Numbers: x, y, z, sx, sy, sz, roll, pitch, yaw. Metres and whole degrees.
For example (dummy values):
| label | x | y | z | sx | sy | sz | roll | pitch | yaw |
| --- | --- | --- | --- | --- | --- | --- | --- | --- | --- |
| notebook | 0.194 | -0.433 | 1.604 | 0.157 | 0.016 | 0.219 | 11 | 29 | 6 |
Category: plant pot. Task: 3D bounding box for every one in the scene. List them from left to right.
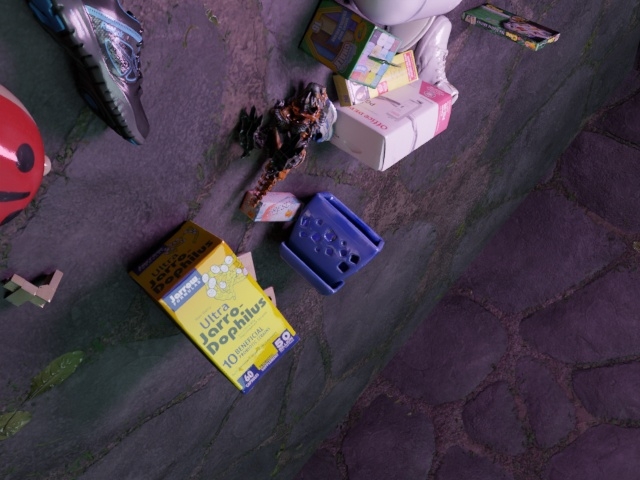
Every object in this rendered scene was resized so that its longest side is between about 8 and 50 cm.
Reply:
| label | x | y | z | sx | sy | sz | roll | pitch | yaw |
| --- | --- | --- | --- | --- | --- | --- | --- | --- | --- |
| plant pot | 0.025 | 0.015 | 1.811 | 0.212 | 0.236 | 0.236 | -49 | 175 | 10 |

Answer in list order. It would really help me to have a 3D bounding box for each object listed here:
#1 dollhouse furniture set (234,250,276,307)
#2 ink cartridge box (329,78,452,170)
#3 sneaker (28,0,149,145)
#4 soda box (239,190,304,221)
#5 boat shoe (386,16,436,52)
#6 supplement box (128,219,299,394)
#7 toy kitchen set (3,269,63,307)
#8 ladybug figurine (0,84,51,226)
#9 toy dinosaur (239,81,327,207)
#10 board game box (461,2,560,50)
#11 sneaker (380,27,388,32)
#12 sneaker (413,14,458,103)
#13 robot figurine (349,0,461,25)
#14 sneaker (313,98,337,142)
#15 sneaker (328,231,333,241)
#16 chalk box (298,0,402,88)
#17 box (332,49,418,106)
| label | x | y | z | sx | sy | sz | roll | pitch | yaw |
| --- | --- | --- | --- | --- | --- | --- | --- | --- | --- |
| dollhouse furniture set | -0.221 | 0.115 | 1.748 | 0.129 | 0.129 | 0.184 | -25 | 112 | -43 |
| ink cartridge box | 0.186 | -0.332 | 1.727 | 0.283 | 0.207 | 0.117 | -35 | 146 | -31 |
| sneaker | -0.338 | -0.298 | 1.060 | 0.140 | 0.125 | 0.341 | -47 | 154 | -22 |
| soda box | -0.125 | -0.090 | 1.684 | 0.183 | 0.063 | 0.058 | -5 | 128 | -56 |
| boat shoe | 0.273 | -0.622 | 1.635 | 0.305 | 0.109 | 0.091 | -60 | 166 | 26 |
| supplement box | -0.244 | 0.159 | 1.509 | 0.194 | 0.195 | 0.356 | -45 | 126 | -16 |
| toy kitchen set | -0.570 | 0.084 | 1.249 | 0.068 | 0.075 | 0.083 | -27 | 128 | 33 |
| ladybug figurine | -0.574 | -0.100 | 0.881 | 0.449 | 0.162 | 0.305 | -12 | 132 | -52 |
| toy dinosaur | -0.081 | -0.224 | 1.525 | 0.218 | 0.164 | 0.322 | -15 | 114 | -72 |
| board game box | 0.565 | -0.639 | 1.900 | 0.136 | 0.259 | 0.030 | -32 | 144 | -33 |
| sneaker | 0.142 | -0.493 | 1.608 | 0.058 | 0.084 | 0.152 | -52 | 153 | -3 |
| sneaker | 0.346 | -0.483 | 1.845 | 0.108 | 0.169 | 0.293 | -11 | 130 | -50 |
| robot figurine | 0.199 | -0.593 | 1.418 | 0.353 | 0.300 | 0.200 | -27 | 99 | -40 |
| sneaker | 0.005 | -0.306 | 1.652 | 0.058 | 0.052 | 0.135 | -32 | 145 | -28 |
| sneaker | 0.000 | 0.000 | 1.977 | 0.170 | 0.063 | 0.075 | -57 | 146 | -2 |
| chalk box | 0.084 | -0.433 | 1.446 | 0.132 | 0.213 | 0.132 | 0 | 126 | -55 |
| box | 0.146 | -0.422 | 1.661 | 0.232 | 0.058 | 0.087 | -26 | 112 | -28 |
